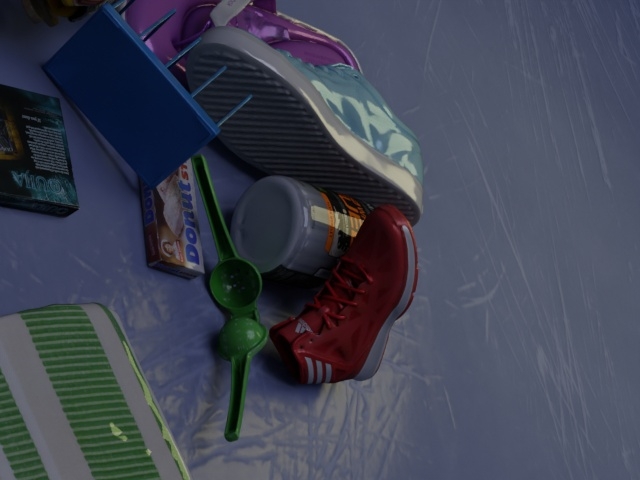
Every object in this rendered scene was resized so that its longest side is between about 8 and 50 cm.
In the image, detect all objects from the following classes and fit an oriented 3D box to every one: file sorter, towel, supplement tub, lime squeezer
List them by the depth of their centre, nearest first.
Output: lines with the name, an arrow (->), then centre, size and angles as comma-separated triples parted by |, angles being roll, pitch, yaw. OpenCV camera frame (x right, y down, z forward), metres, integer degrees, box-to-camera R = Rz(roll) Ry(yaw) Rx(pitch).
towel -> -0.255, 0.184, 1.390 | 0.325, 0.038, 0.247 | -15, 78, -53
file sorter -> -0.174, -0.166, 1.636 | 0.170, 0.118, 0.104 | 49, 40, -7
lime squeezer -> -0.087, 0.069, 1.639 | 0.110, 0.059, 0.310 | 88, -5, -67
supplement tub -> 0.000, 0.000, 1.776 | 0.190, 0.117, 0.117 | 15, 56, -48

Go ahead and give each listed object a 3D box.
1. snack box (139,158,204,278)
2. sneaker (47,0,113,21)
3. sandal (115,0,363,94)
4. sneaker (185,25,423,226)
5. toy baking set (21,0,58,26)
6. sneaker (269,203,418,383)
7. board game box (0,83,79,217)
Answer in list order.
snack box -> -0.162, -0.048, 1.680 | 0.064, 0.022, 0.178 | 19, 53, -45
sneaker -> -0.245, -0.273, 1.613 | 0.088, 0.093, 0.225 | 53, -4, -6
sandal -> -0.074, -0.239, 1.855 | 0.416, 0.102, 0.169 | 3, 64, -51
sneaker -> -0.014, -0.153, 1.818 | 0.366, 0.135, 0.150 | 40, 42, -38
toy baking set -> -0.317, -0.324, 1.577 | 0.256, 0.030, 0.196 | 56, 12, -43
sneaker -> 0.022, 0.069, 1.692 | 0.128, 0.221, 0.087 | -11, 34, -39
board game box -> -0.317, -0.094, 1.507 | 0.186, 0.026, 0.126 | 11, 59, -49
